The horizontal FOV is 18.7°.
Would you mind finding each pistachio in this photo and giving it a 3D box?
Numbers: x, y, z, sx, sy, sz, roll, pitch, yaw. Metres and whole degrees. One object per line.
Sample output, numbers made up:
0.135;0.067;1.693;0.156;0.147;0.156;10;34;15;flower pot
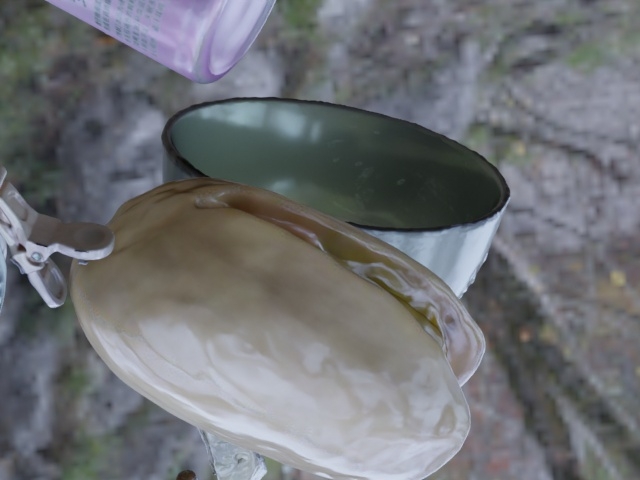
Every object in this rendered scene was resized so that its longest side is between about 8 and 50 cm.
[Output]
-0.033;0.065;1.374;0.299;0.187;0.187;28;-173;-8;pistachio

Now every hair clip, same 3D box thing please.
-0.228;-0.045;1.259;0.072;0.226;0.034;-33;-155;29;hair clip

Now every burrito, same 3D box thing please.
-0.096;0.181;1.975;0.063;0.229;0.058;-19;-135;-7;burrito

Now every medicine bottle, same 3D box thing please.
-0.190;-0.290;1.865;0.291;0.178;0.178;30;-161;11;medicine bottle

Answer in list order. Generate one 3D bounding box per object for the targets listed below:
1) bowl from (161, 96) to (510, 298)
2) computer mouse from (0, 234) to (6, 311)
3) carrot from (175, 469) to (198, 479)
0.000;0.000;1.943;0.354;0.185;0.354;10;-159;-4;bowl
-0.442;0.115;2.050;0.199;0.115;0.389;5;-126;36;computer mouse
-0.175;0.351;2.598;0.032;0.093;0.032;-7;-167;1;carrot
